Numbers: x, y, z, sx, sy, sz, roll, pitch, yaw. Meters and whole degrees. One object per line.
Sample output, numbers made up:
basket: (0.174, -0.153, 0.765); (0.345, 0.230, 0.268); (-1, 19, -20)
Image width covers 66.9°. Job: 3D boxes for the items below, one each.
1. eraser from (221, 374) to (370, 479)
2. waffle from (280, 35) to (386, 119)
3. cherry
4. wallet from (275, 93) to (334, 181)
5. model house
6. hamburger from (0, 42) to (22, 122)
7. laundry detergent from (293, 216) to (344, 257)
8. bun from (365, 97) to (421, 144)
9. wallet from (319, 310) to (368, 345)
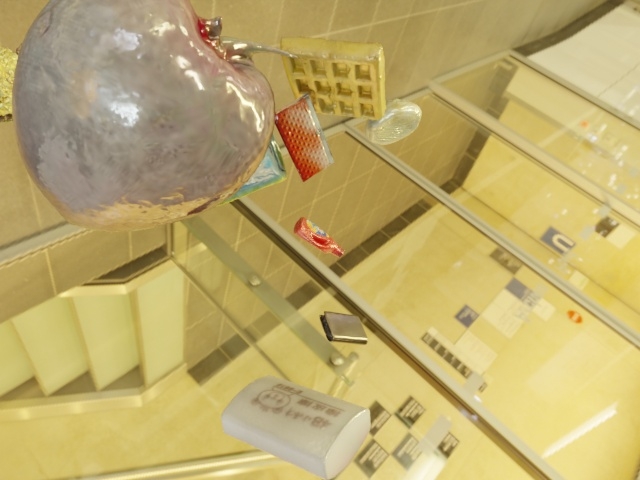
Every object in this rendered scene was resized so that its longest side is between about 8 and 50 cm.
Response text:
eraser: (-0.053, 0.379, 1.014); (0.174, 0.269, 0.095); (-28, 120, -50)
waffle: (0.035, -0.389, 1.177); (0.221, 0.247, 0.055); (68, 36, -64)
cherry: (-0.152, -0.121, 0.437); (0.266, 0.183, 0.213); (-48, 123, 2)
wallet: (-0.039, -0.245, 1.178); (0.103, 0.020, 0.197); (-33, 129, -10)
model house: (-0.215, -0.197, 1.170); (0.237, 0.216, 0.303); (-20, 160, 4)
hamburger: (-0.927, -0.456, 1.371); (0.242, 0.262, 0.138); (-1, 169, -23)
laundry detergent: (0.000, 0.000, 1.406); (0.049, 0.165, 0.097); (-49, -162, 23)
bun: (0.217, -0.380, 1.493); (0.183, 0.102, 0.183); (-18, 162, -6)
wallet: (0.078, 0.291, 1.600); (0.031, 0.110, 0.198); (-38, 147, 26)
